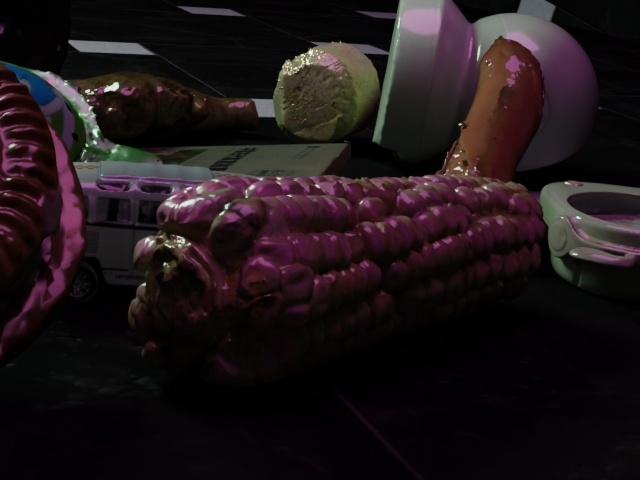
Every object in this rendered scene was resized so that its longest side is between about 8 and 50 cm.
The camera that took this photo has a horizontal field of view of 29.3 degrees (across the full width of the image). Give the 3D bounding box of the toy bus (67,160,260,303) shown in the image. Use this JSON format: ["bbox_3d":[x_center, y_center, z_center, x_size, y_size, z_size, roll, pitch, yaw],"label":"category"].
[{"bbox_3d":[-0.110,-0.008,0.853,0.194,0.089,0.087,3,16,-12],"label":"toy bus"}]

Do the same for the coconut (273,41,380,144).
[{"bbox_3d":[0.009,-0.169,1.406,0.116,0.116,0.122,11,17,17],"label":"coconut"}]

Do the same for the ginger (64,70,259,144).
[{"bbox_3d":[-0.194,-0.140,1.285,0.166,0.080,0.333,7,11,18],"label":"ginger"}]

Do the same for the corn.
[{"bbox_3d":[0.024,0.010,0.791,0.126,0.127,0.335,19,19,37],"label":"corn"}]

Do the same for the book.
[{"bbox_3d":[-0.125,-0.061,1.089,0.282,0.025,0.215,-1,14,9],"label":"book"}]

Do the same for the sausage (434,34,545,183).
[{"bbox_3d":[0.157,-0.087,1.115,0.078,0.078,0.304,10,41,13],"label":"sausage"}]

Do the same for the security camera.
[{"bbox_3d":[0.184,-0.164,1.329,0.236,0.195,0.194,9,16,-1],"label":"security camera"}]

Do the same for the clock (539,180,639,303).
[{"bbox_3d":[0.254,0.004,0.989,0.151,0.062,0.191,8,17,5],"label":"clock"}]

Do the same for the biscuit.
[{"bbox_3d":[-0.257,-0.023,0.673,0.259,0.079,0.259,7,54,-10],"label":"biscuit"}]

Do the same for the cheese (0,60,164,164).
[{"bbox_3d":[-0.236,-0.066,0.966,0.320,0.083,0.204,18,47,13],"label":"cheese"}]

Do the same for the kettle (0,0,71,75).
[{"bbox_3d":[-0.489,-0.228,1.328,0.324,0.228,0.321,9,47,29],"label":"kettle"}]
